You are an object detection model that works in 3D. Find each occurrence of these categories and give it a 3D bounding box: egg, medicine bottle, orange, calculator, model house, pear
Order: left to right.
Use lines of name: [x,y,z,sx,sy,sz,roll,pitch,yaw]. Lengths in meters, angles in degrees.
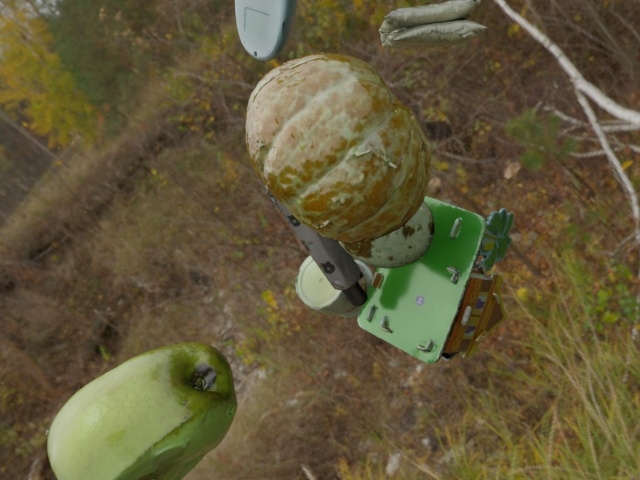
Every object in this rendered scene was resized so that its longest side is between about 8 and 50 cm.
pear: [-0.303,0.313,1.319,0.318,0.238,0.342,-42,-18,-1]
calculator: [-0.114,-0.522,1.481,0.185,0.041,0.299,32,126,38]
medicine bottle: [0.037,0.103,1.683,0.147,0.143,0.147,-11,71,34]
orange: [0.032,-0.153,1.160,0.249,0.329,0.329,-38,25,19]
egg: [0.126,-0.026,1.446,0.169,0.231,0.169,5,96,52]
model house: [0.300,0.078,1.640,0.242,0.312,0.358,22,99,39]

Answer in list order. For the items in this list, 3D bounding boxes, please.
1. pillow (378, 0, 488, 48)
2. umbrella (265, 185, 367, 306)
pillow: [0.197,-0.390,1.317,0.181,0.078,0.134,-9,10,-5]
umbrella: [0.000,0.000,1.519,0.073,0.337,0.067,-39,17,-17]
